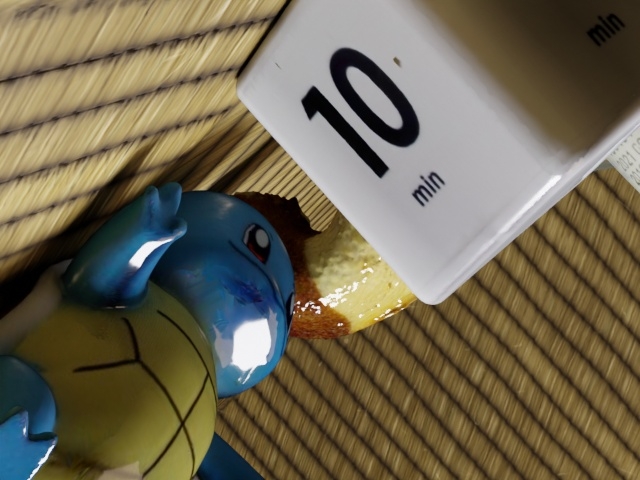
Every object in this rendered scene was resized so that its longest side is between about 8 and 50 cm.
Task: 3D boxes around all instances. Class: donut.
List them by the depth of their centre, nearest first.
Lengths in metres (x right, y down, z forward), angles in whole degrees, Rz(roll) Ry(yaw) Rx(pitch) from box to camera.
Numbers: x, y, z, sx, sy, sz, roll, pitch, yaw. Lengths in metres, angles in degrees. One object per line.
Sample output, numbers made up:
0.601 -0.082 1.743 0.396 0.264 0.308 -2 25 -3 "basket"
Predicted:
0.002 -0.001 1.393 0.217 0.141 0.085 -25 164 17 "donut"

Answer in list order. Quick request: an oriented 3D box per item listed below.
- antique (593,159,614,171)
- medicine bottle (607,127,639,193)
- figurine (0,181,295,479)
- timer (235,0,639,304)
0.166 -0.126 1.458 0.146 0.152 0.148 -9 179 7 "antique"
0.209 -0.152 1.238 0.143 0.258 0.143 -42 176 -3 "medicine bottle"
-0.153 0.132 1.170 0.416 0.298 0.243 -37 -153 -23 "figurine"
0.098 -0.111 1.108 0.194 0.195 0.192 -39 174 -37 "timer"
